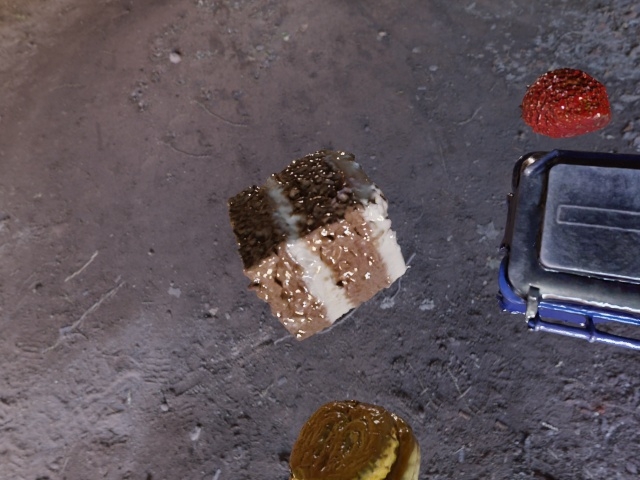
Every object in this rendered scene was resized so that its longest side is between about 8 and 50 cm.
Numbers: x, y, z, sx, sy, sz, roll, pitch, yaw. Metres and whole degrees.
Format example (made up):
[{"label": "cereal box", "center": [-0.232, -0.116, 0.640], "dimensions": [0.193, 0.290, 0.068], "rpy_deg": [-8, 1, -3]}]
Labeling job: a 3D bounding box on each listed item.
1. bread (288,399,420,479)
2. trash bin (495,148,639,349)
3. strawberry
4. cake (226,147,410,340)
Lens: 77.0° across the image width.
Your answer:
[{"label": "bread", "center": [0.055, 0.383, 0.711], "dimensions": [0.236, 0.120, 0.198], "rpy_deg": [-9, 28, 32]}, {"label": "trash bin", "center": [0.276, 0.028, 0.443], "dimensions": [0.162, 0.234, 0.184], "rpy_deg": [10, 76, 20]}, {"label": "strawberry", "center": [0.433, -0.229, 0.705], "dimensions": [0.131, 0.131, 0.148], "rpy_deg": [-11, 54, 2]}, {"label": "cake", "center": [0.000, 0.000, 0.418], "dimensions": [0.147, 0.135, 0.134], "rpy_deg": [-25, 45, 1]}]
